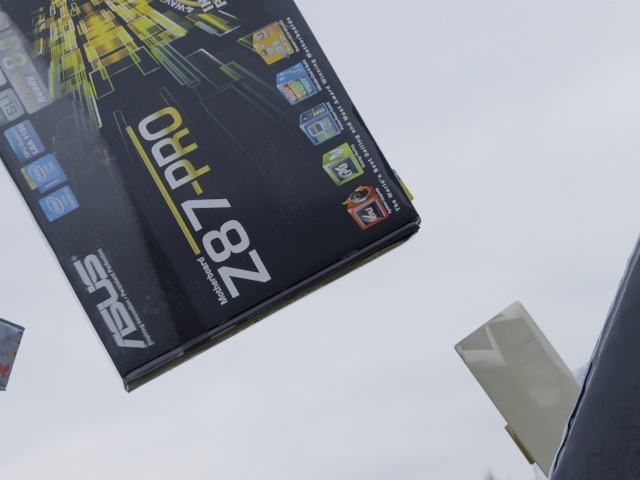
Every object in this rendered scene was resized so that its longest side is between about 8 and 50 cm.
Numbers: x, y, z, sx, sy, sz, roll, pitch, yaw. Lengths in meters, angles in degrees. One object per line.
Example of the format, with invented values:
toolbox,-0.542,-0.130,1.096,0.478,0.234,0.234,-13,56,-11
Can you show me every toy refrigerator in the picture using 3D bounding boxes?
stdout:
toy refrigerator,0.248,0.201,1.873,0.094,0.269,0.102,-36,-12,2

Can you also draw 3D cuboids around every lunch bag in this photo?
lunch bag,-0.341,0.104,1.774,0.083,0.071,0.053,27,-23,-29

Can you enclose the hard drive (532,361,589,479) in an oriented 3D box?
hard drive,0.378,0.297,2.216,0.233,0.353,0.047,-34,-45,25

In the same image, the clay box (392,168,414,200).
clay box,0.000,0.000,2.254,0.222,0.053,0.127,-39,10,-28

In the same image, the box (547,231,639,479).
box,0.484,0.182,1.138,0.472,0.297,0.480,8,17,-38

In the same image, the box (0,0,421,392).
box,-0.137,-0.103,1.712,0.318,0.395,0.097,-28,-7,-9
